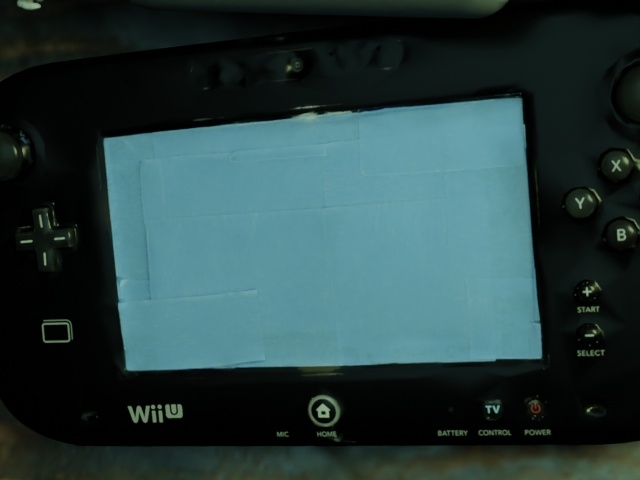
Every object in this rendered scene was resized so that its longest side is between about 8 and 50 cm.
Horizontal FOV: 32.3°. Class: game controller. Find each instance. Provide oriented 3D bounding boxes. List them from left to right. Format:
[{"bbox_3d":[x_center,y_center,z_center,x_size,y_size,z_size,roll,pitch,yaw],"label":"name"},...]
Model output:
[{"bbox_3d":[0.000,0.000,0.448,0.319,0.067,0.167,-4,85,18],"label":"game controller"}]

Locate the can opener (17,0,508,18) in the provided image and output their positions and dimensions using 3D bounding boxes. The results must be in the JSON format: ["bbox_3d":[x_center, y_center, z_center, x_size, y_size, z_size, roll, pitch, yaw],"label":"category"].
[{"bbox_3d":[-0.049,-0.133,0.440,0.280,0.074,0.093,13,119,28],"label":"can opener"}]
